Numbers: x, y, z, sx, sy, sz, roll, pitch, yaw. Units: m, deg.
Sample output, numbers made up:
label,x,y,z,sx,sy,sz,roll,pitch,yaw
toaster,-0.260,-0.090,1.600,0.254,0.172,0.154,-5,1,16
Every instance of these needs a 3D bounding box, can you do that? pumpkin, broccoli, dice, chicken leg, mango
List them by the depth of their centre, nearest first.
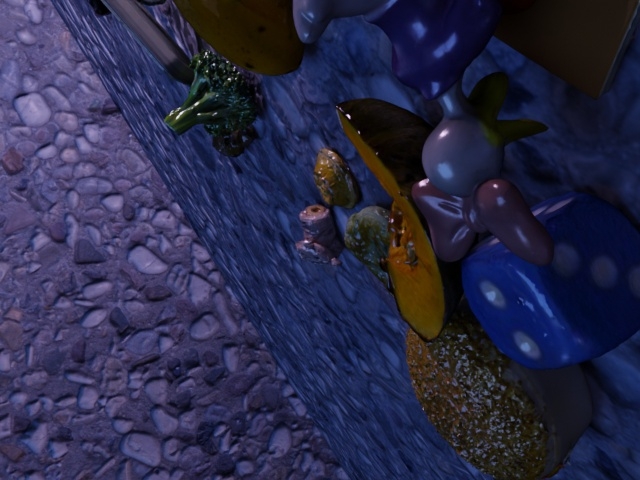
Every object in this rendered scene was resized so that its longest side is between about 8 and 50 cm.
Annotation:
label,x,y,z,sx,sy,sz,roll,pitch,yaw
dice,0.244,0.043,0.627,0.146,0.146,0.143,57,160,1
pumpkin,0.144,-0.038,0.728,0.169,0.148,0.312,24,138,66
mango,-0.133,-0.373,0.906,0.290,0.160,0.191,53,158,-21
broccoli,-0.244,-0.290,1.257,0.220,0.194,0.194,33,151,61
chicken leg,-0.205,-0.245,1.455,0.198,0.069,0.085,6,103,59

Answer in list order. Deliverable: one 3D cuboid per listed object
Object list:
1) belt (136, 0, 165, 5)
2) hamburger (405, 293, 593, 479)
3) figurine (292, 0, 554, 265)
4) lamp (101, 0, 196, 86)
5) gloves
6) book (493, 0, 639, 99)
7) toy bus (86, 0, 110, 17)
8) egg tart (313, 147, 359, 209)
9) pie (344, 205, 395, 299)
label,x,y,z,sx,sy,sz,roll,pitch,yaw
belt,-0.371,-0.563,1.262,0.140,0.105,0.058,58,167,-23
hamburger,0.242,0.212,0.863,0.276,0.179,0.294,26,146,59
figurine,0.085,-0.177,0.507,0.421,0.193,0.154,56,159,-15
lamp,-0.369,-0.456,1.336,0.269,0.047,0.266,49,-172,-3
gloves,-0.006,-0.006,1.294,0.110,0.094,0.144,4,118,54
book,0.129,-0.316,0.507,0.374,0.028,0.262,47,160,28
toy bus,-0.585,-0.723,1.510,0.302,0.127,0.147,64,164,-20
egg tart,0.019,-0.107,1.114,0.129,0.049,0.129,51,161,24
pie,0.132,0.042,1.068,0.240,0.054,0.240,46,159,24
